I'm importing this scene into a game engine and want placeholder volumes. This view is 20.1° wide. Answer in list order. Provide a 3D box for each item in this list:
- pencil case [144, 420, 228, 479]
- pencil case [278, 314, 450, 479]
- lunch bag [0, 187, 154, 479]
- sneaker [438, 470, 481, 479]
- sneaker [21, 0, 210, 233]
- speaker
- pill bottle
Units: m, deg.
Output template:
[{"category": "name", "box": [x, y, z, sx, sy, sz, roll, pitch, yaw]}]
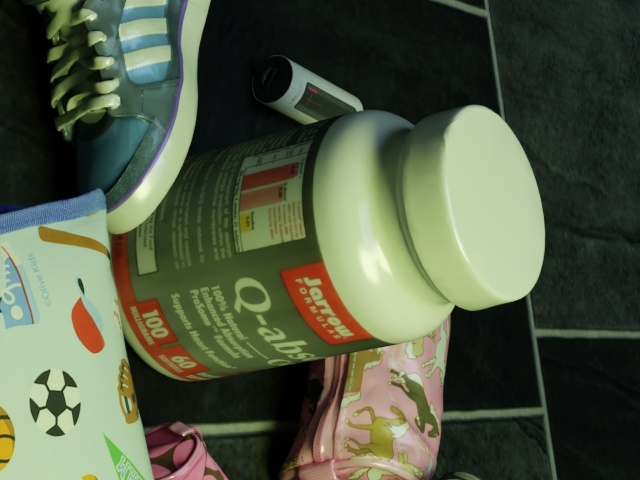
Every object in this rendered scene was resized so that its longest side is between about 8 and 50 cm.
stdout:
[{"category": "pencil case", "box": [-0.098, 0.255, 1.637, 0.098, 0.095, 0.209, -42, 123, -14]}, {"category": "pencil case", "box": [0.056, 0.097, 1.864, 0.167, 0.160, 0.386, 15, 63, -15]}, {"category": "lunch bag", "box": [-0.299, 0.153, 1.235, 0.385, 0.239, 0.328, -16, 96, -52]}, {"category": "sneaker", "box": [0.194, 0.336, 1.752, 0.271, 0.100, 0.108, 58, 14, -4]}, {"category": "sneaker", "box": [-0.222, -0.191, 1.587, 0.236, 0.130, 0.323, 30, 59, -37]}, {"category": "speaker", "box": [-0.013, -0.152, 1.936, 0.136, 0.055, 0.055, 25, 59, -51]}, {"category": "pill bottle", "box": [0.000, 0.000, 1.619, 0.210, 0.363, 0.210, 25, 59, -50]}]
